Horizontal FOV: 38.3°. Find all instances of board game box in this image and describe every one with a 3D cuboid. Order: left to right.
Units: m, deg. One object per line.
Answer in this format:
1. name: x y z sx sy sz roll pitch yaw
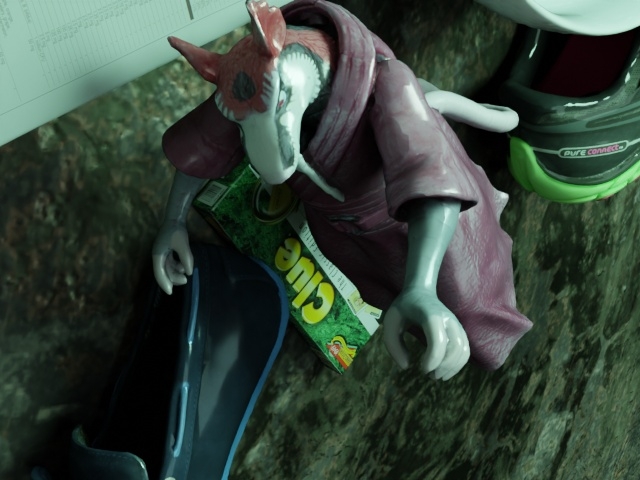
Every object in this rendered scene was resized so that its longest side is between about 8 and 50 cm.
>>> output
1. board game box: 0.000 0.000 0.807 0.136 0.030 0.260 -50 137 -14

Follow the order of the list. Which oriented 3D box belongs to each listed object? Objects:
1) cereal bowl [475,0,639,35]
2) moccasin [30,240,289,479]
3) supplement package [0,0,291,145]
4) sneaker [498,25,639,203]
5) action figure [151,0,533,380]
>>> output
1. cereal bowl: 0.183 -0.334 0.727 0.339 0.141 0.339 -11 109 -34
2. moccasin: -0.142 0.160 0.680 0.117 0.137 0.342 30 72 -45
3. supplement package: -0.130 -0.171 0.501 0.244 0.134 0.139 -34 131 -31
4. sneaker: 0.339 -0.262 0.918 0.483 0.185 0.202 -58 143 -9
5. action figure: 0.043 -0.054 0.584 0.276 0.248 0.370 -63 150 -12
